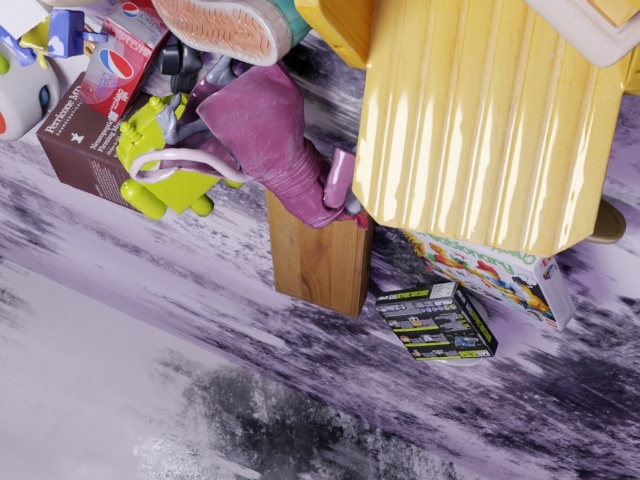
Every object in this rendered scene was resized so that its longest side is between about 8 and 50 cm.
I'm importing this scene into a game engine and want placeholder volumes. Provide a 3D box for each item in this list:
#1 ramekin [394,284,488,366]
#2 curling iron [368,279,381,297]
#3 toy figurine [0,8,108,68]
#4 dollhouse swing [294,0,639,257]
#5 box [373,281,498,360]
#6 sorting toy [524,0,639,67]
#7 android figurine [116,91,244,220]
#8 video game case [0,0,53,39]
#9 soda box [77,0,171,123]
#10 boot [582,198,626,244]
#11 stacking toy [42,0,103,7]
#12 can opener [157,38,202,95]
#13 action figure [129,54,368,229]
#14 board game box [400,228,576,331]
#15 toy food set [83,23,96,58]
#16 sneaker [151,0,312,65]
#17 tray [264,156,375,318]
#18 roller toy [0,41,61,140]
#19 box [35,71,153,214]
[{"bbox_3d":[0.278,0.188,1.439,0.207,0.109,0.207,18,153,10],"label":"ramekin"},{"bbox_3d":[0.077,0.062,1.451,0.068,0.035,0.274,4,147,34],"label":"curling iron"},{"bbox_3d":[-0.396,-0.322,0.860,0.217,0.191,0.362,14,-166,-13],"label":"toy figurine"},{"bbox_3d":[0.152,-0.157,0.654,0.346,0.305,0.315,13,-179,21],"label":"dollhouse swing"},{"bbox_3d":[0.232,0.169,1.291,0.190,0.045,0.184,-13,128,41],"label":"box"},{"bbox_3d":[0.215,-0.253,0.455,0.193,0.038,0.208,41,132,-5],"label":"sorting toy"},{"bbox_3d":[-0.240,-0.147,1.124,0.056,0.248,0.273,49,178,35],"label":"android figurine"},{"bbox_3d":[-0.391,-0.402,0.737,0.061,0.270,0.244,-24,132,20],"label":"video game case"},{"bbox_3d":[-0.319,-0.299,1.049,0.083,0.092,0.263,35,151,-16],"label":"soda box"},{"bbox_3d":[0.374,-0.011,1.036,0.213,0.077,0.165,18,153,27],"label":"boot"},{"bbox_3d":[-0.288,-0.426,0.663,0.141,0.141,0.330,-6,108,45],"label":"stacking toy"},{"bbox_3d":[-0.231,-0.282,1.058,0.073,0.059,0.186,1,167,-14],"label":"can opener"},{"bbox_3d":[-0.046,-0.115,0.971,0.248,0.276,0.370,-13,133,46],"label":"action figure"},{"bbox_3d":[0.277,0.033,1.111,0.305,0.053,0.193,26,162,46],"label":"board game box"},{"bbox_3d":[-0.424,-0.354,1.114,0.082,0.020,0.083,17,153,13],"label":"toy food set"},{"bbox_3d":[-0.117,-0.319,0.850,0.302,0.121,0.108,32,151,34],"label":"sneaker"},{"bbox_3d":[0.000,0.000,1.300,0.202,0.076,0.411,17,146,13],"label":"tray"},{"bbox_3d":[-0.605,-0.301,1.215,0.209,0.146,0.191,6,137,36],"label":"roller toy"},{"bbox_3d":[-0.394,-0.183,1.234,0.203,0.168,0.167,20,153,6],"label":"box"}]
